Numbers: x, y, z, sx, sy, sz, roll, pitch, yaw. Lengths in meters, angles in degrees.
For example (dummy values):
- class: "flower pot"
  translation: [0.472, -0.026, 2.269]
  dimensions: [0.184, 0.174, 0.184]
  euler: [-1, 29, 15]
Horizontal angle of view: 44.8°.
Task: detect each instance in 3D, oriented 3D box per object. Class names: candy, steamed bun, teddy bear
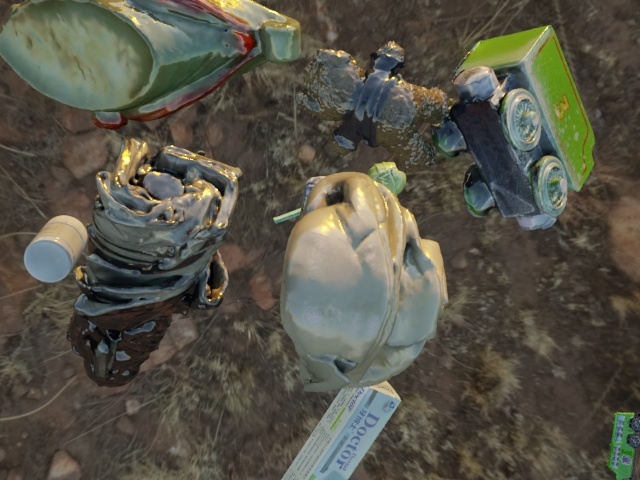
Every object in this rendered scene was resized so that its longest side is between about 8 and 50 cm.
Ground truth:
- class: "candy"
  translation: [0.043, -0.104, 1.854]
  dimensions: [0.335, 0.092, 0.093]
  euler: [-19, 97, 2]
- class: "steamed bun"
  translation: [0.053, 0.046, 0.763]
  dimensions: [0.144, 0.218, 0.211]
  euler: [3, 45, 14]
- class: "teddy bear"
  translation: [0.092, -0.197, 1.138]
  dimensions: [0.251, 0.129, 0.182]
  euler: [19, 98, -21]

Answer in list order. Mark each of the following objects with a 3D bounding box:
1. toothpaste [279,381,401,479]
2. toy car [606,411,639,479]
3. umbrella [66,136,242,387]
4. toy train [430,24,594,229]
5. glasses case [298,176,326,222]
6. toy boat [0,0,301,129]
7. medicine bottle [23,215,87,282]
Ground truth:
- class: "toothpaste"
  translation: [0.011, 0.386, 1.367]
  dimensions: [0.081, 0.067, 0.337]
  euler: [27, 101, -33]
- class: "toy car"
  translation: [0.596, 0.413, 1.506]
  dimensions: [0.062, 0.071, 0.165]
  euler: [5, 79, 36]
- class: "umbrella"
  translation: [-0.156, 0.055, 0.659]
  dimensions: [0.113, 0.358, 0.106]
  euler: [8, 57, -19]
- class: "toy train"
  translation: [0.326, -0.180, 1.291]
  dimensions: [0.249, 0.173, 0.307]
  euler: [-51, 122, -33]
- class: "glasses case"
  translation: [0.000, 0.000, 1.383]
  dimensions: [0.086, 0.065, 0.248]
  euler: [6, 125, 2]
- class: "toy boat"
  translation: [-0.104, -0.104, 0.402]
  dimensions: [0.185, 0.071, 0.089]
  euler: [11, 119, 22]
- class: "medicine bottle"
  translation: [-0.328, 0.009, 0.969]
  dimensions: [0.058, 0.091, 0.058]
  euler: [-1, 111, -3]
